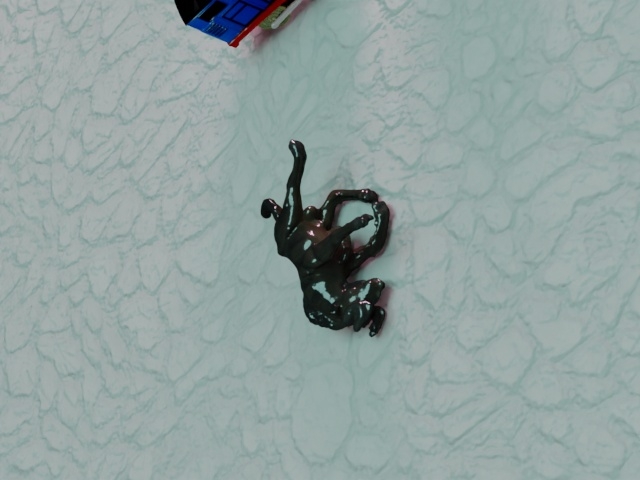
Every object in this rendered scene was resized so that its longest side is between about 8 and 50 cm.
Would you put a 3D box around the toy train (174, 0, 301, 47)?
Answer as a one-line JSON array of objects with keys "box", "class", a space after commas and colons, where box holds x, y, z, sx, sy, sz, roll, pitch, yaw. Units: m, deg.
[{"box": [-0.068, -0.321, 1.745, 0.204, 0.131, 0.083, -37, 54, 30], "class": "toy train"}]

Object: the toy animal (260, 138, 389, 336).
[{"box": [0.000, 0.000, 1.618, 0.233, 0.084, 0.148, 48, 112, 37], "class": "toy animal"}]
